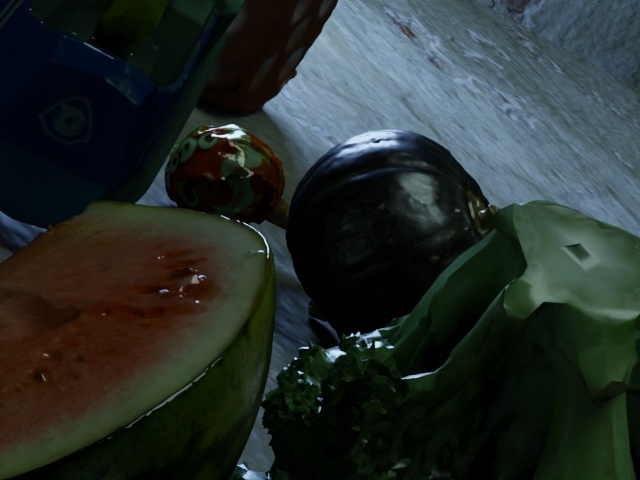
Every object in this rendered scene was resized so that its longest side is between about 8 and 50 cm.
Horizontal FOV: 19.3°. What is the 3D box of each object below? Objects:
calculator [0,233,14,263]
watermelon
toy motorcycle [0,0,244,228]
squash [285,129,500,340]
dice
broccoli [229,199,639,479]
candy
[{"bbox_3d":[-0.237,0.009,0.993,0.184,0.042,0.295,26,15,-23],"label":"calculator"},{"bbox_3d":[-0.095,0.089,0.878,0.159,0.128,0.303,0,27,20],"label":"watermelon"},{"bbox_3d":[-0.156,-0.102,1.137,0.191,0.200,0.326,28,-9,-17],"label":"toy motorcycle"},{"bbox_3d":[0.062,0.015,1.318,0.193,0.156,0.193,163,-90,-89],"label":"squash"},{"bbox_3d":[-0.091,-0.232,1.728,0.174,0.175,0.179,36,20,10],"label":"dice"},{"bbox_3d":[0.103,0.125,0.912,0.308,0.275,0.308,6,39,-5],"label":"broccoli"},{"bbox_3d":[0.001,0.000,1.443,0.288,0.078,0.084,32,11,-31],"label":"candy"}]
